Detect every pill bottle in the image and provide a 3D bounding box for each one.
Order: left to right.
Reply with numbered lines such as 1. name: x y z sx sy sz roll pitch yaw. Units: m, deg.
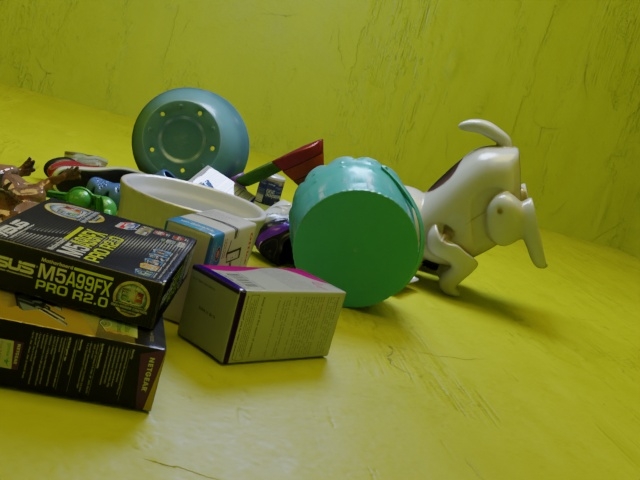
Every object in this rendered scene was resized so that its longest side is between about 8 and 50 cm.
1. pill bottle: -0.140 -0.119 2.299 0.067 0.120 0.067 16 11 -3

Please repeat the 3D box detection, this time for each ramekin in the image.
1. ramekin: -0.250 -0.022 1.605 0.277 0.135 0.277 15 11 -3

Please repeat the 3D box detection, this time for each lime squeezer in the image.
1. lime squeezer: -0.485 -0.062 1.730 0.310 0.058 0.110 24 43 30

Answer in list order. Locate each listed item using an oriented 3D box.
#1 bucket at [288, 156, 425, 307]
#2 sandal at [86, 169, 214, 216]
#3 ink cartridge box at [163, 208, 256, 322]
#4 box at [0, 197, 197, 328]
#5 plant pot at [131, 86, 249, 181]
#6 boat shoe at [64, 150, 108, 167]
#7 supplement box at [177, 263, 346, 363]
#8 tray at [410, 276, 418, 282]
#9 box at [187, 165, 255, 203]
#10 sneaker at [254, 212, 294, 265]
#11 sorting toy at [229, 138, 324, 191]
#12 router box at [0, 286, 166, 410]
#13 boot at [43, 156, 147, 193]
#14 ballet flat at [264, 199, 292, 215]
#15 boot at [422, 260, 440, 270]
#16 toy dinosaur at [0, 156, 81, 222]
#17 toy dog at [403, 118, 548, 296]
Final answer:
1. bucket: 0.066 -0.011 1.686 0.281 0.281 0.183 15 20 -7
2. sandal: -0.341 -0.088 1.809 0.317 0.138 0.126 16 13 7
3. ink cartridge box: -0.185 0.037 1.360 0.086 0.148 0.203 18 11 12
4. box: -0.285 0.020 1.092 0.216 0.060 0.270 17 11 -3
5. plant pot: -0.322 -0.235 2.071 0.293 0.293 0.235 16 2 -3
6. boat shoe: -0.615 -0.201 2.248 0.056 0.048 0.153 7 0 20
7. supplement box: -0.083 0.105 1.266 0.220 0.114 0.111 3 16 -47
8. tray: 0.079 0.061 1.958 0.270 0.030 0.145 21 11 22
9. box: -0.237 -0.083 1.909 0.137 0.072 0.126 33 40 7
10. sneaker: 0.000 0.001 1.879 0.293 0.102 0.146 -12 38 -24
11. sorting toy: -0.098 -0.120 1.936 0.127 0.126 0.365 -31 9 -37
12. router box: -0.322 0.092 1.059 0.243 0.081 0.309 13 11 -16
13. boot: -0.511 -0.146 1.994 0.244 0.088 0.176 7 12 -27
14. ballet flat: -0.073 -0.049 2.110 0.280 0.096 0.095 6 15 -44
15. boot: 0.237 0.002 2.309 0.207 0.094 0.246 11 18 -10
16. toy dinosaur: -0.562 -0.082 1.507 0.296 0.127 0.200 18 16 39
17. toy dog: 0.298 -0.056 2.043 0.408 0.395 0.284 -15 20 12
